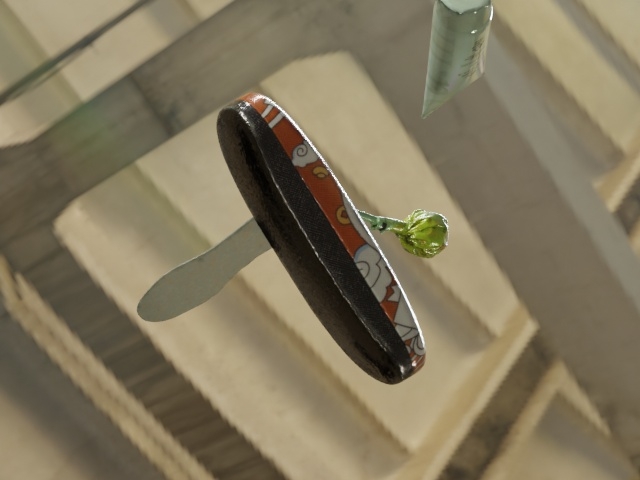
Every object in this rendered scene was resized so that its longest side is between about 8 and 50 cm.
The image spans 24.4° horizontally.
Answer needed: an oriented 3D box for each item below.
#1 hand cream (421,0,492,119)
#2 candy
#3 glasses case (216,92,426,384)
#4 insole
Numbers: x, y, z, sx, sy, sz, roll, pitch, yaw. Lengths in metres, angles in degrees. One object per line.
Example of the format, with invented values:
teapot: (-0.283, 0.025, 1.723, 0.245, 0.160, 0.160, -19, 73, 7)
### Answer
hand cream: (0.123, -0.173, 1.317, 0.078, 0.205, 0.050, -39, -107, -12)
candy: (0.067, -0.024, 1.694, 0.194, 0.062, 0.058, 17, -130, -33)
glasses case: (0.000, 0.000, 1.209, 0.067, 0.103, 0.266, -34, -84, -14)
insole: (-0.098, 0.024, 1.373, 0.065, 0.197, 0.004, 25, -141, -43)
